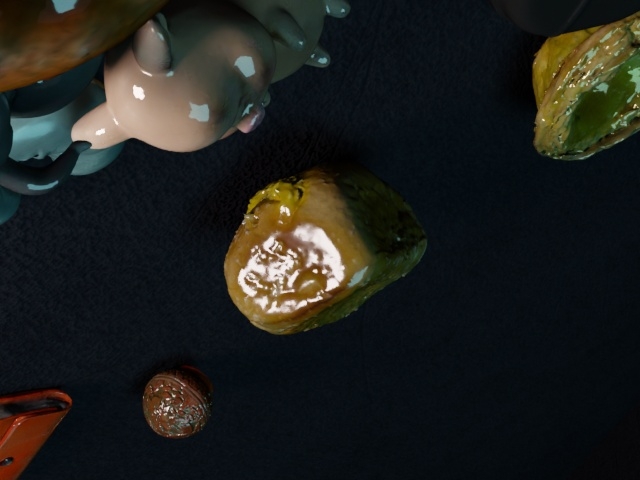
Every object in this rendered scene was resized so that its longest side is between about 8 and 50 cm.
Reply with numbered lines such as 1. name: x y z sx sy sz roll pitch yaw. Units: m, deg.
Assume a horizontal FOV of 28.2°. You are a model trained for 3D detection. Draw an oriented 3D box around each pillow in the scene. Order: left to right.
1. pillow: -0.289 -0.073 1.168 0.233 0.086 0.214 -32 161 -3

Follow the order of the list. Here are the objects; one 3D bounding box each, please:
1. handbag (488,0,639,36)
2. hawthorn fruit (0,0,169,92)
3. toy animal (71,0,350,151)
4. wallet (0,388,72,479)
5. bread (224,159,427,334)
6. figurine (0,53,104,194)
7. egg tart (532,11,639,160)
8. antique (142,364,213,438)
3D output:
1. handbag: 0.315 -0.339 1.403 0.308 0.093 0.254 -17 150 -32
2. hawthorn fruit: -0.190 -0.251 0.638 0.403 0.403 0.403 -27 153 -15
3. toy animal: -0.093 -0.173 1.111 0.250 0.154 0.166 -48 162 -45
4. wallet: -0.422 0.273 1.646 0.142 0.045 0.204 -3 141 -47
5. bread: 0.000 0.000 1.531 0.195 0.176 0.246 -33 171 22
6. figurine: -0.227 -0.125 0.955 0.193 0.265 0.140 -32 137 33
7. egg tart: 0.373 -0.219 1.650 0.288 0.118 0.288 -28 152 -16
8. antique: -0.199 0.226 1.766 0.104 0.104 0.104 -27 153 -15
